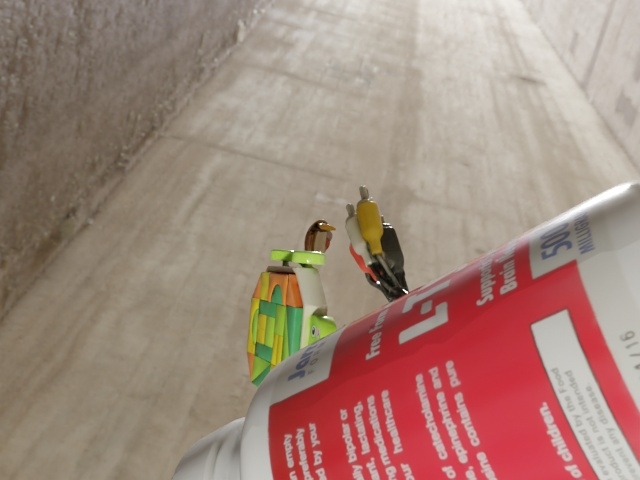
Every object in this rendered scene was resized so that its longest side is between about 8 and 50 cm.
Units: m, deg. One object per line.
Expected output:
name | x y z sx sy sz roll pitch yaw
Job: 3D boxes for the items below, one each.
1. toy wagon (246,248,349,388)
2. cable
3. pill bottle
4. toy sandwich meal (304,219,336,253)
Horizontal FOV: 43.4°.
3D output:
toy wagon | -0.042 0.149 1.306 0.344 0.068 0.267 179 -84 -70
cable | 0.086 0.062 1.130 0.139 0.072 0.287 98 -14 -44
pill bottle | 0.096 0.147 0.557 0.407 0.229 0.229 -30 -157 26
toy sandwich meal | 0.000 0.000 1.488 0.085 0.029 0.086 -25 122 -48
